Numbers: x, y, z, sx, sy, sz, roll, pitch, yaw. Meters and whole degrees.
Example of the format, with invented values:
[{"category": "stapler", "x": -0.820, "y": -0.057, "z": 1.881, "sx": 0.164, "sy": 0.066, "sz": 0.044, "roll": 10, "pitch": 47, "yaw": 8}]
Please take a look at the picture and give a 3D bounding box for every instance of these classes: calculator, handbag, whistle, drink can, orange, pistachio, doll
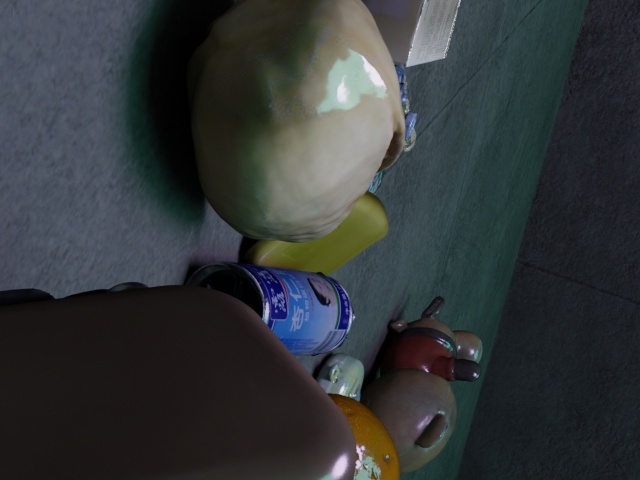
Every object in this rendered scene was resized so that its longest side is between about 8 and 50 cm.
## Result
[{"category": "calculator", "x": 0.000, "y": 0.000, "z": 1.387, "sx": 0.157, "sy": 0.033, "sz": 0.236, "roll": -36, "pitch": 162, "yaw": 11}, {"category": "handbag", "x": -0.157, "y": 0.121, "z": 0.727, "sx": 0.301, "sy": 0.283, "sz": 0.149, "roll": -9, "pitch": 128, "yaw": -24}, {"category": "whistle", "x": 0.025, "y": 0.257, "z": 1.864, "sx": 0.126, "sy": 0.067, "sz": 0.258, "roll": -59, "pitch": 163, "yaw": -30}, {"category": "drink can", "x": -0.050, "y": 0.074, "z": 1.280, "sx": 0.235, "sy": 0.097, "sz": 0.097, "roll": 10, "pitch": 100, "yaw": -66}, {"category": "orange", "x": 0.010, "y": 0.302, "z": 1.640, "sx": 0.206, "sy": 0.206, "sz": 0.206, "roll": 20, "pitch": 90, "yaw": -74}, {"category": "pistachio", "x": -0.019, "y": -0.104, "z": 1.054, "sx": 0.299, "sy": 0.187, "sz": 0.187, "roll": 85, "pitch": 29, "yaw": -65}, {"category": "doll", "x": 0.161, "y": 0.255, "z": 2.126, "sx": 0.174, "sy": 0.235, "sz": 0.330, "roll": 49, "pitch": 40, "yaw": -22}]

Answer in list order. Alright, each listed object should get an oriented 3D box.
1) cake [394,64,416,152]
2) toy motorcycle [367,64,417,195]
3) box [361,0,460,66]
[{"category": "cake", "x": 0.090, "y": -0.185, "z": 1.621, "sx": 0.051, "sy": 0.055, "sz": 0.140, "roll": -51, "pitch": 138, "yaw": -47}, {"category": "toy motorcycle", "x": 0.054, "y": -0.106, "z": 1.476, "sx": 0.135, "sy": 0.092, "sz": 0.254, "roll": 102, "pitch": 11, "yaw": -45}, {"category": "box", "x": 0.106, "y": -0.311, "z": 1.389, "sx": 0.168, "sy": 0.095, "sz": 0.212, "roll": -32, "pitch": 138, "yaw": -68}]
